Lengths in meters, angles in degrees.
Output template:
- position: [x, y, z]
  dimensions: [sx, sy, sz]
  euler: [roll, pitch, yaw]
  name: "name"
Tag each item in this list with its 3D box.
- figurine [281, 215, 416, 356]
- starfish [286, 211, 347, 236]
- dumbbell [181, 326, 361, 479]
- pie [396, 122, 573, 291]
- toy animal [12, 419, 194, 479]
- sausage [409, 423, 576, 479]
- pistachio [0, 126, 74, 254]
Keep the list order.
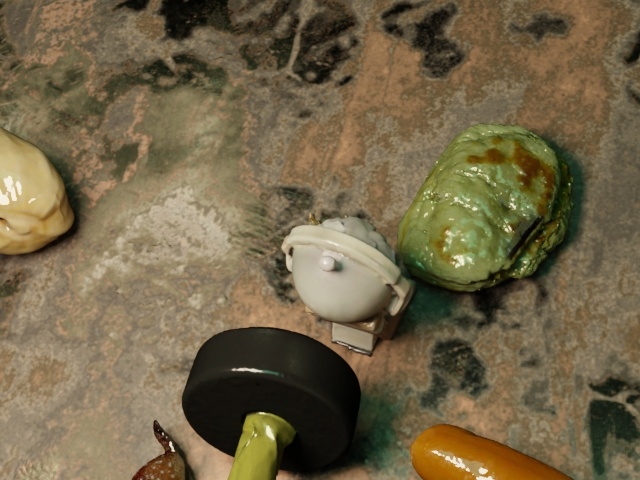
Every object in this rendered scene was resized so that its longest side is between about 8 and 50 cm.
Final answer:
- position: [0.040, 0.039, 1.331]
  dimensions: [0.163, 0.237, 0.141]
  euler: [18, 73, 23]
  name: "figurine"
- position: [0.000, 0.000, 1.482]
  dimensions: [0.086, 0.016, 0.092]
  euler: [-17, 62, 4]
  name: "starfish"
- position: [-0.080, 0.271, 1.199]
  dimensions: [0.204, 0.203, 0.322]
  euler: [4, 48, 13]
  name: "dumbbell"
- position: [0.215, -0.045, 1.421]
  dimensions: [0.201, 0.090, 0.248]
  euler: [23, 69, 21]
  name: "pie"
- position: [-0.245, 0.336, 1.318]
  dimensions: [0.260, 0.087, 0.243]
  euler: [33, 59, 26]
  name: "toy animal"
- position: [0.209, 0.276, 1.237]
  dimensions: [0.238, 0.098, 0.098]
  euler: [25, 69, 25]
  name: "sausage"
- position: [-0.436, -0.078, 1.538]
  dimensions: [0.157, 0.157, 0.229]
  euler: [-40, 56, -12]
  name: "pistachio"
